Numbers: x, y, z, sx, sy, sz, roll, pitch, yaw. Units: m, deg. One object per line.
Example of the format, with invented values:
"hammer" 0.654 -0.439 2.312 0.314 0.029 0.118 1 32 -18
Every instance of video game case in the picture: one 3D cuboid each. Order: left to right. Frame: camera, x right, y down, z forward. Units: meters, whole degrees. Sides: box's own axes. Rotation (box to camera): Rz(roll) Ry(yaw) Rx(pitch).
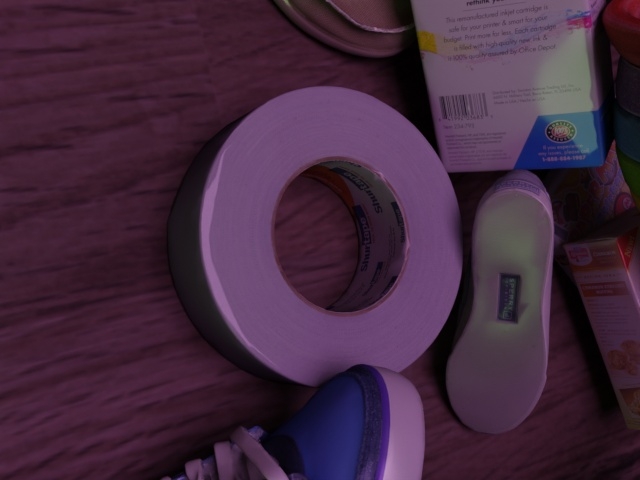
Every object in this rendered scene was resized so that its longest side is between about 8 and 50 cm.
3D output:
"video game case" 0.319 -0.030 0.821 0.206 0.026 0.227 48 65 -16

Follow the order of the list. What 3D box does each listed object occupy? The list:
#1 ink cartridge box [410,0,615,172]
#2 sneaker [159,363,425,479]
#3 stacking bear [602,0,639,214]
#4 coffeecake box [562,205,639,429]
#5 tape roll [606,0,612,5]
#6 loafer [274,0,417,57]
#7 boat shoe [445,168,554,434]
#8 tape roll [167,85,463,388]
"ink cartridge box" 0.148 -0.174 0.635 0.078 0.134 0.231 -46 129 -51
"sneaker" -0.103 0.181 0.484 0.236 0.130 0.323 32 88 -23
"stacking bear" 0.314 -0.050 0.622 0.175 0.164 0.289 -36 121 -31
"coffeecake box" 0.322 0.061 0.758 0.142 0.068 0.186 -24 95 -28
"tape roll" 0.351 -0.268 0.721 0.274 0.275 0.090 -12 89 -29
"loafer" -0.012 -0.248 0.625 0.268 0.092 0.102 39 68 -19
"boat shoe" 0.154 0.051 0.669 0.081 0.079 0.228 -50 146 -59
"tape roll" 0.000 0.000 0.617 0.219 0.072 0.219 4 82 -28
